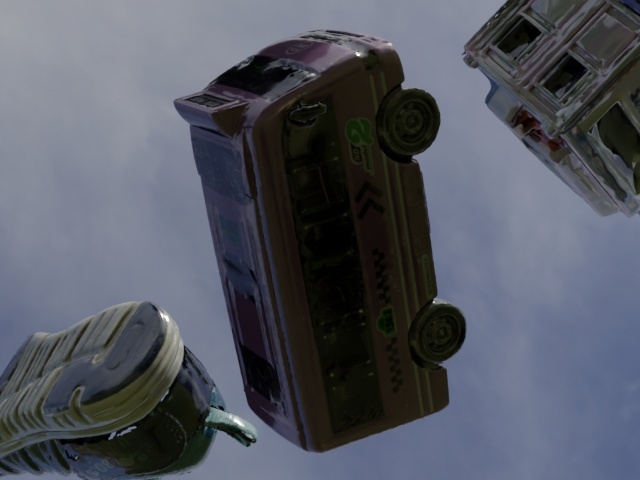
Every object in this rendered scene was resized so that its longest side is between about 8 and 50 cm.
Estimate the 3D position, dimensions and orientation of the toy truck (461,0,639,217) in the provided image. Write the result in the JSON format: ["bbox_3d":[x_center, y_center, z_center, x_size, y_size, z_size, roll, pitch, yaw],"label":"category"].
[{"bbox_3d":[0.221,-0.093,0.822,0.155,0.124,0.268,-45,-36,7],"label":"toy truck"}]

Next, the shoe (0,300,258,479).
[{"bbox_3d":[-0.130,0.105,0.663,0.106,0.207,0.091,48,-132,-26],"label":"shoe"}]

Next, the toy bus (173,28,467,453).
[{"bbox_3d":[0.000,0.000,0.535,0.098,0.087,0.178,-19,-68,-24],"label":"toy bus"}]
